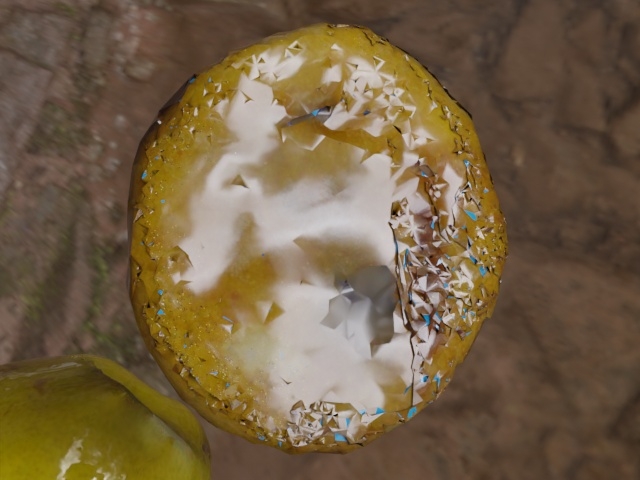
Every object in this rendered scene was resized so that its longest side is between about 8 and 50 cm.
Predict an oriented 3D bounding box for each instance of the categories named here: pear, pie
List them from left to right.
[{"bbox_3d":[-0.245,0.262,1.592,0.285,0.285,0.336,20,82,-25],"label":"pear"},{"bbox_3d":[0.000,-0.001,1.131,0.273,0.069,0.273,1,85,-12],"label":"pie"}]
